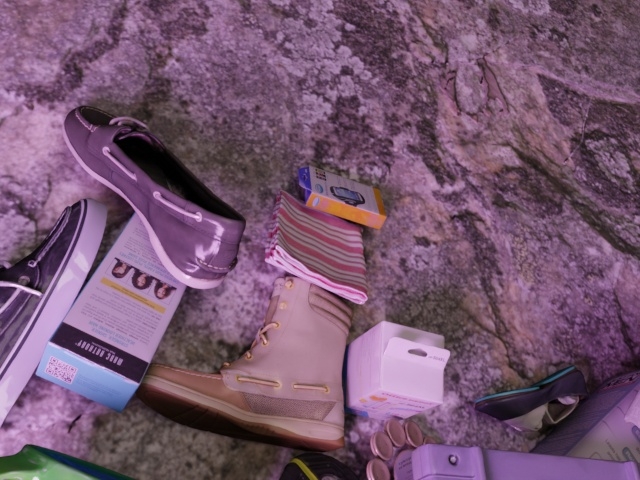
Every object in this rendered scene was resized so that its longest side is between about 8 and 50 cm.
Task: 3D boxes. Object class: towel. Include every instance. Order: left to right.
[{"bbox_3d":[0.000,0.000,0.930,0.144,0.029,0.197,25,28,-13],"label":"towel"}]

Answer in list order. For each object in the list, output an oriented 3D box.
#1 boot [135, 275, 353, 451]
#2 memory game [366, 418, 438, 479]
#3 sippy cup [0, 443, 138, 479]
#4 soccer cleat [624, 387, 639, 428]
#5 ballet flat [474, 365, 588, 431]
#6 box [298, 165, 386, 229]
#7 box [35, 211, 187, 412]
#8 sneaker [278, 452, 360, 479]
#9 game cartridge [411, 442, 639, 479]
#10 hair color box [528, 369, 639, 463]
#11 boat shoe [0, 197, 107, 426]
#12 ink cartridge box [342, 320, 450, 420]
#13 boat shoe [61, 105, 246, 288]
[{"bbox_3d":[-0.081,0.135,0.839,0.262,0.095,0.203,18,60,-18],"label":"boot"},{"bbox_3d":[0.121,0.313,0.850,0.186,0.012,0.186,33,40,-32],"label":"memory game"},{"bbox_3d":[-0.214,0.334,0.618,0.305,0.240,0.224,23,69,-2],"label":"sippy cup"},{"bbox_3d":[0.541,0.306,0.912,0.143,0.116,0.331,-44,92,-11],"label":"soccer cleat"},{"bbox_3d":[0.315,0.237,0.987,0.203,0.074,0.074,-9,70,-30],"label":"ballet flat"},{"bbox_3d":[0.028,-0.066,1.009,0.136,0.028,0.081,16,32,-15],"label":"box"},{"bbox_3d":[-0.218,0.069,0.781,0.100,0.060,0.244,28,37,-10],"label":"box"},{"bbox_3d":[-0.027,0.407,0.713,0.145,0.147,0.385,23,40,-15],"label":"sneaker"},{"bbox_3d":[0.278,0.360,0.767,0.355,0.068,0.230,11,52,-20],"label":"game cartridge"},{"bbox_3d":[0.393,0.350,0.940,0.374,0.113,0.185,-27,80,-32],"label":"hair color box"},{"bbox_3d":[-0.340,0.068,0.745,0.105,0.113,0.306,33,65,-24],"label":"boat shoe"},{"bbox_3d":[0.093,0.169,0.872,0.092,0.143,0.090,15,61,-17],"label":"ink cartridge box"},{"bbox_3d":[-0.202,-0.084,0.836,0.335,0.095,0.112,46,28,26],"label":"boat shoe"}]
